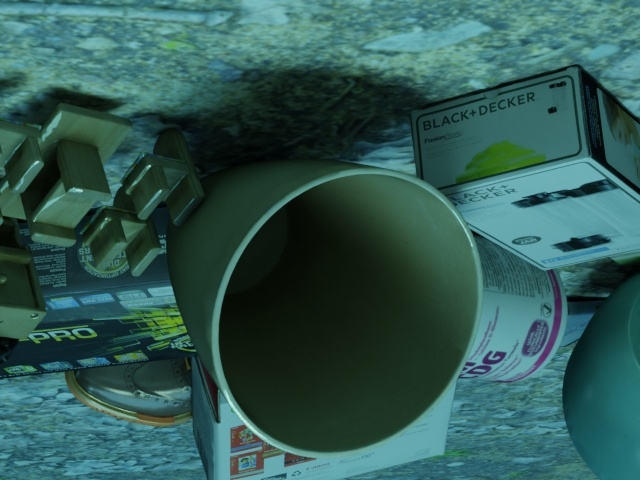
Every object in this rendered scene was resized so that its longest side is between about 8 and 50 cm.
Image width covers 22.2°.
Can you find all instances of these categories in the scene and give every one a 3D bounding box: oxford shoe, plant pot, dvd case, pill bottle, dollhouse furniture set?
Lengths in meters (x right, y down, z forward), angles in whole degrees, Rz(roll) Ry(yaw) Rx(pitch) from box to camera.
[{"bbox_3d":[-0.149,0.155,2.125,0.364,0.130,0.132,1,142,-25],"label":"oxford shoe"},{"bbox_3d":[-0.032,0.029,1.485,0.257,0.256,0.274,7,-168,-28],"label":"plant pot"},{"bbox_3d":[0.255,0.116,2.156,0.253,0.022,0.180,-2,162,-21],"label":"dvd case"},{"bbox_3d":[0.121,0.067,1.763,0.283,0.160,0.160,9,158,-43],"label":"pill bottle"},{"bbox_3d":[0.442,0.150,1.935,0.293,0.293,0.235,-4,155,2],"label":"plant pot"},{"bbox_3d":[-0.265,-0.050,1.465,0.212,0.161,0.242,11,135,-39],"label":"dollhouse furniture set"}]

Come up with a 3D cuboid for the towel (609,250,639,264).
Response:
[{"bbox_3d":[0.370,-0.004,1.847,0.113,0.023,0.152,-8,164,21],"label":"towel"}]

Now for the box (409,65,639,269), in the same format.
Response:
[{"bbox_3d":[0.222,-0.059,1.533,0.169,0.087,0.290,-13,160,26],"label":"box"}]

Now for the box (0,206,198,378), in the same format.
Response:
[{"bbox_3d":[-0.261,0.062,1.804,0.395,0.097,0.318,-6,160,5],"label":"box"}]

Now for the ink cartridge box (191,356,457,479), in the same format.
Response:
[{"bbox_3d":[0.004,0.179,2.017,0.310,0.130,0.271,-11,143,-13],"label":"ink cartridge box"}]

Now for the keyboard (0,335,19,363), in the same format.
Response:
[{"bbox_3d":[-0.428,0.017,1.539,0.317,0.033,0.201,28,-171,-14],"label":"keyboard"}]
